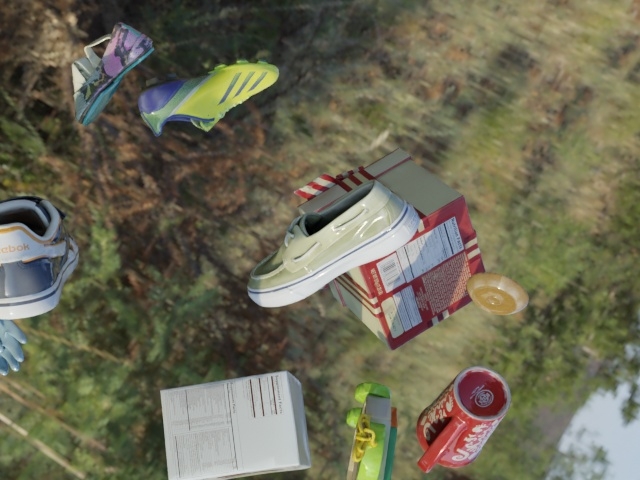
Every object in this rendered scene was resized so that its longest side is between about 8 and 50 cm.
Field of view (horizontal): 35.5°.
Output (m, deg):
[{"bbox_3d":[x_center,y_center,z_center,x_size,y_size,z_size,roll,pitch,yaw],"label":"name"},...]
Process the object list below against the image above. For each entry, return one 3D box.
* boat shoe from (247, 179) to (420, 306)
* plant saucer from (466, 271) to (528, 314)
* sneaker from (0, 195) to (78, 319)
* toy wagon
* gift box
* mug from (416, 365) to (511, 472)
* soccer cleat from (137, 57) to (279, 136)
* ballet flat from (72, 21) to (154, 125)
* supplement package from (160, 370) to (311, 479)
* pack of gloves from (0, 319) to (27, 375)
[{"bbox_3d":[0.000,0.000,1.410,0.302,0.094,0.109,-28,-156,32],"label":"boat shoe"},{"bbox_3d":[0.228,0.073,1.305,0.083,0.083,0.015,100,12,-54],"label":"plant saucer"},{"bbox_3d":[-0.395,-0.003,1.346,0.321,0.126,0.127,-137,-142,-70],"label":"sneaker"},{"bbox_3d":[0.066,0.351,1.493,0.344,0.068,0.267,100,0,-61],"label":"toy wagon"},{"bbox_3d":[0.105,0.008,1.775,0.276,0.258,0.255,-26,124,-14],"label":"gift box"},{"bbox_3d":[0.224,0.287,1.555,0.169,0.113,0.150,111,-6,-55],"label":"mug"},{"bbox_3d":[-0.206,-0.270,1.910,0.289,0.121,0.093,-17,177,-25],"label":"soccer cleat"},{"bbox_3d":[-0.329,-0.258,1.509,0.221,0.079,0.077,-35,-166,46],"label":"ballet flat"},{"bbox_3d":[-0.131,0.307,1.619,0.194,0.203,0.149,67,14,-75],"label":"supplement package"},{"bbox_3d":[-0.595,0.169,1.683,0.195,0.232,0.046,-44,162,6],"label":"pack of gloves"}]
